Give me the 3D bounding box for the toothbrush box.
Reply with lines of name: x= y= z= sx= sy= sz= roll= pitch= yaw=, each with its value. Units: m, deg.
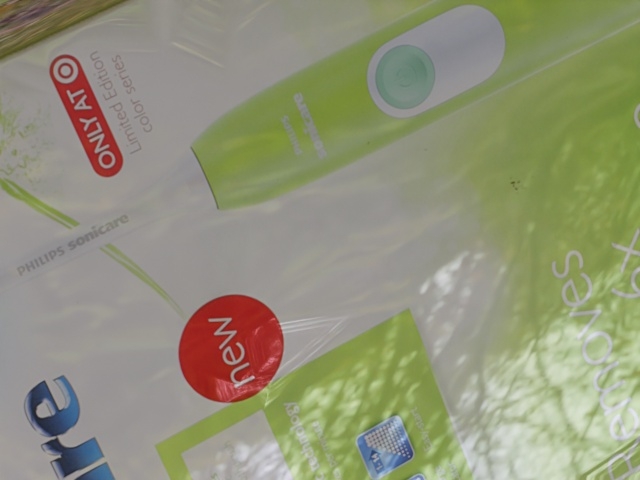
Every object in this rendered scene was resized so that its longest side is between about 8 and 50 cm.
toothbrush box: x=0.000 y=0.000 z=0.575 sx=0.283 sy=0.206 sz=0.122 roll=-27 pitch=-161 yaw=-14
